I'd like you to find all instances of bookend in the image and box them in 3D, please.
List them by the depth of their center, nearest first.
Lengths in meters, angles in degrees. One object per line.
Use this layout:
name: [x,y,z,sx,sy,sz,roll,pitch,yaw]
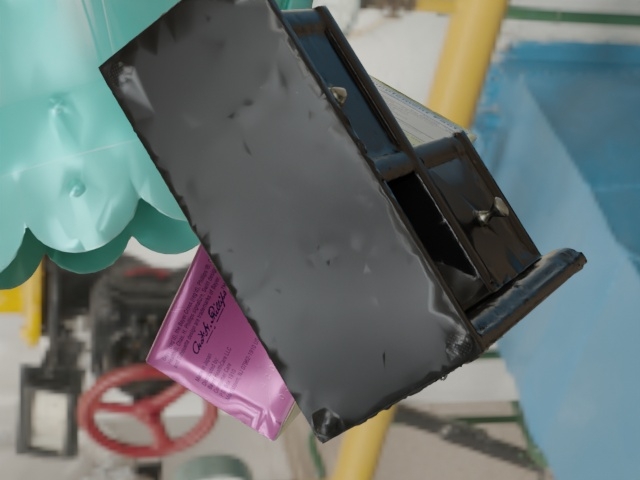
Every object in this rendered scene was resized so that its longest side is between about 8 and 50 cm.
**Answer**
bookend: [0.018,-0.025,0.512,0.072,0.157,0.156,-33,85,26]

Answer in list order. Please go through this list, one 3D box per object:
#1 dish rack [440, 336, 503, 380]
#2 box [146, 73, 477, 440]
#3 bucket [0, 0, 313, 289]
dish rack: [0.038,0.112,1.312,0.208,0.271,0.074,-9,80,62]
box: [0.000,0.000,1.017,0.213,0.117,0.243,-63,-10,22]
bucket: [-0.120,-0.081,0.748,0.281,0.281,0.183,164,94,-74]
